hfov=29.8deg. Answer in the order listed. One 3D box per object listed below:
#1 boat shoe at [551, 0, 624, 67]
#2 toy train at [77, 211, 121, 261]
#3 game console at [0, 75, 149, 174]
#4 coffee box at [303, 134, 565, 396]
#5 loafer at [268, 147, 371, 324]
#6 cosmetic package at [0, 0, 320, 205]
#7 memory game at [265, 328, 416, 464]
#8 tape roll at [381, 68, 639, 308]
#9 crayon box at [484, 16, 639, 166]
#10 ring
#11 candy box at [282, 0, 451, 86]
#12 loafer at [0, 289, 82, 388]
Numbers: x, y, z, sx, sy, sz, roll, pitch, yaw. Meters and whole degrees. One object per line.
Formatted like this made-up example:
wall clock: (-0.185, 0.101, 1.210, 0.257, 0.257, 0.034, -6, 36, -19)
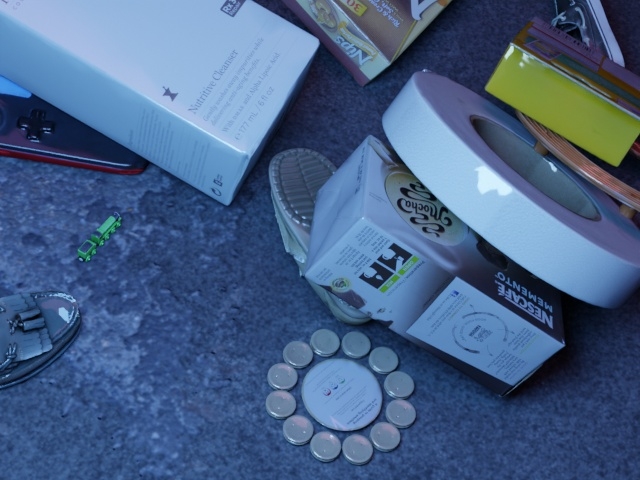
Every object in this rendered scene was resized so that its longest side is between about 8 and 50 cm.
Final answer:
boat shoe: (0.398, -0.331, 1.861, 0.070, 0.078, 0.219, -8, 57, -17)
toy train: (-0.280, -0.006, 1.523, 0.017, 0.024, 0.083, 28, 54, 11)
game console: (-0.381, -0.281, 1.654, 0.342, 0.060, 0.387, 8, 63, -4)
coffee box: (0.139, 0.032, 1.424, 0.297, 0.119, 0.168, 32, 35, -17)
loafer: (0.000, 0.000, 1.525, 0.102, 0.092, 0.268, -12, 59, -20)
cosmetic package: (-0.222, -0.245, 1.564, 0.385, 0.156, 0.217, 29, 62, -1)
memory game: (0.025, 0.185, 1.441, 0.186, 0.012, 0.186, 5, 52, -7)
tape roll: (0.248, -0.069, 1.503, 0.392, 0.072, 0.392, 32, 20, -13)
crayon box: (0.341, -0.205, 1.630, 0.203, 0.083, 0.323, 32, 21, 5)
ring: (0.402, -0.095, 1.624, 0.336, 0.032, 0.336, 25, 23, -11)
candy box: (0.103, -0.396, 1.811, 0.183, 0.087, 0.316, 46, 54, -7)
loafer: (-0.391, 0.124, 1.358, 0.267, 0.084, 0.096, -24, 75, -24)
